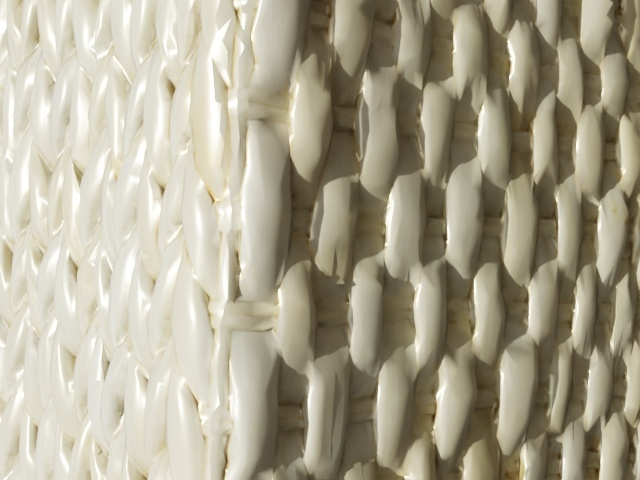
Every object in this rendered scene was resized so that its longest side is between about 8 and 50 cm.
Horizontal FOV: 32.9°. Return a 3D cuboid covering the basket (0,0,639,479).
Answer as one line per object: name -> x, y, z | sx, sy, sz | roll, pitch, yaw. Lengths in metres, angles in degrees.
basket -> 0.000, 0.000, 0.518 | 0.328, 0.266, 0.331 | 3, -89, -42
